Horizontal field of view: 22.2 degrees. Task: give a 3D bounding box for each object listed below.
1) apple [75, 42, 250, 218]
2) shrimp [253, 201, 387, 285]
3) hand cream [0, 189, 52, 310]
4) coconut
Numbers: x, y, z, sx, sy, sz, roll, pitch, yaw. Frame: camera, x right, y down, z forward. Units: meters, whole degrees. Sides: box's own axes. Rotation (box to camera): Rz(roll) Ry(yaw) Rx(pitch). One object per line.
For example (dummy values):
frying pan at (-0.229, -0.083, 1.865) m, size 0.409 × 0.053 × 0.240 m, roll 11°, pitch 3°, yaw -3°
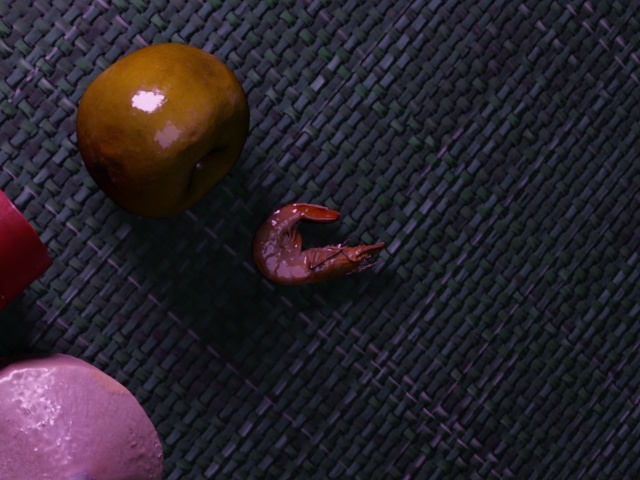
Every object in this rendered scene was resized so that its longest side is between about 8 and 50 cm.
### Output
apple at (-0.171, -0.121, 1.757) m, size 0.196 × 0.196 × 0.157 m, roll -41°, pitch 77°, yaw -13°
shrimp at (-0.002, 0.001, 1.914) m, size 0.162 × 0.045 × 0.095 m, roll -10°, pitch 77°, yaw -15°
hand cream at (-0.396, -0.011, 1.658) m, size 0.149 × 0.230 × 0.230 m, roll -42°, pitch 107°, yaw -11°
coconut at (-0.284, 0.237, 1.708) m, size 0.239 × 0.244 × 0.239 m, roll -1°, pitch 94°, yaw -20°
